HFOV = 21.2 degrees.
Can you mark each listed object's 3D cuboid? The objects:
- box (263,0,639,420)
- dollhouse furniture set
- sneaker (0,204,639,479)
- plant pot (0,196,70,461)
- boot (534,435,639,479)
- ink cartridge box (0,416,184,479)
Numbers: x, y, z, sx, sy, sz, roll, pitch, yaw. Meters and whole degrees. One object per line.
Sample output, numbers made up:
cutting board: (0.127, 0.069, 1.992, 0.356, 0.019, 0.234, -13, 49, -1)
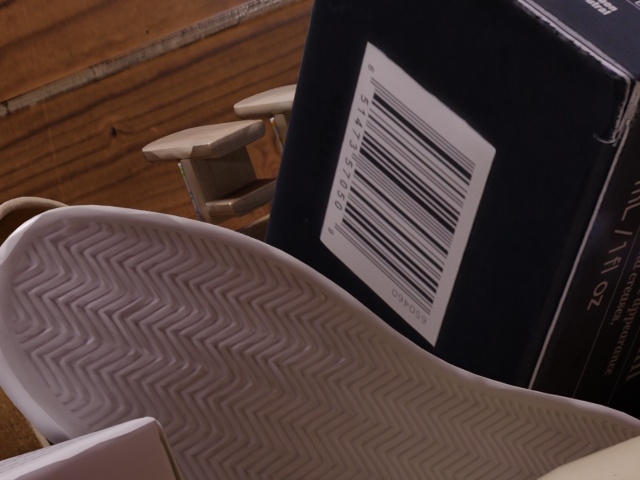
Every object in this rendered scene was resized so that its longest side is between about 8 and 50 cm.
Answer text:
box: (0.194, -0.076, 0.974, 0.395, 0.212, 0.293, -23, -39, -35)
dollhouse furniture set: (0.000, 0.000, 1.139, 0.242, 0.212, 0.161, -27, 15, -34)
sneaker: (-0.019, 0.087, 0.668, 0.292, 0.108, 0.169, 25, -26, -22)
plant pot: (-0.175, 0.145, 0.837, 0.254, 0.237, 0.237, -35, -3, 16)
boot: (0.101, 0.099, 0.468, 0.203, 0.095, 0.262, -20, -1, 2)
ink cartridge box: (-0.193, 0.166, 0.535, 0.289, 0.121, 0.211, -20, 0, 40)
